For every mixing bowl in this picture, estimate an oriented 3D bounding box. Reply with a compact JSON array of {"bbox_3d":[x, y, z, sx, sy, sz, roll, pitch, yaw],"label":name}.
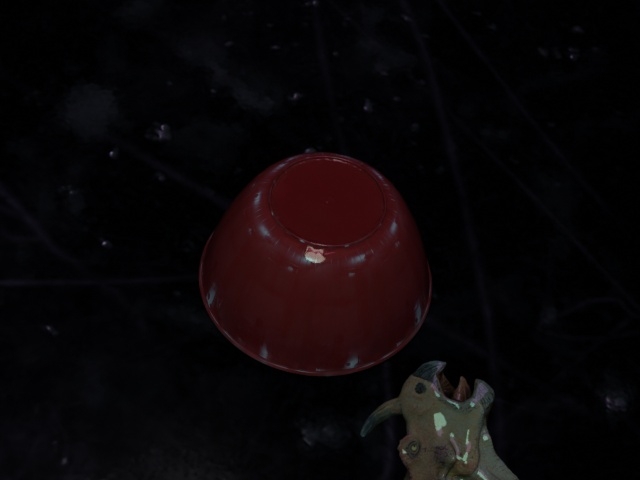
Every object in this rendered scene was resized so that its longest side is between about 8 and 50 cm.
[{"bbox_3d":[0.000,0.000,1.300,0.181,0.098,0.181,3,51,-4],"label":"mixing bowl"}]

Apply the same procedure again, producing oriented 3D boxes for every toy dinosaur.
[{"bbox_3d":[0.089,0.247,1.105,0.200,0.127,0.296,16,61,12],"label":"toy dinosaur"}]
